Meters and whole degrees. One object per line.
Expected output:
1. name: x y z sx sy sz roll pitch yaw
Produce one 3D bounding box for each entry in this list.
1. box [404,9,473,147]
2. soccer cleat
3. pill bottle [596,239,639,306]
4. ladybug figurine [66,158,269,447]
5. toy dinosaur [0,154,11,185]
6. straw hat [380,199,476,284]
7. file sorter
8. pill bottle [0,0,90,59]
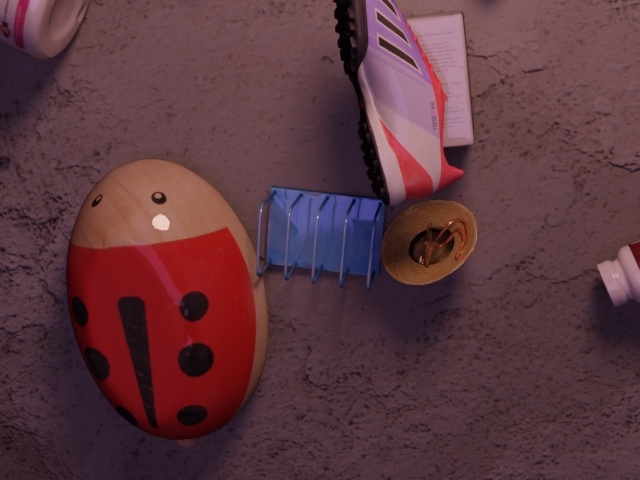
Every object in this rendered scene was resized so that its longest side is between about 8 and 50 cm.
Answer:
1. box: 0.134 -0.212 1.212 0.130 0.091 0.170 -4 106 12
2. soccer cleat: 0.095 -0.206 1.130 0.117 0.108 0.318 -15 104 -6
3. pill bottle: 0.462 0.035 1.234 0.152 0.086 0.086 -23 101 15
4. ladybug figurine: -0.235 0.110 1.327 0.305 0.162 0.449 -7 106 15
5. toy dinosaur: -0.513 -0.108 1.391 0.082 0.047 0.090 -29 67 25
6. straw hat: 0.164 0.014 1.288 0.144 0.144 0.061 -27 142 16
7. file sorter: 0.000 0.000 1.292 0.170 0.104 0.118 7 108 7
8. pill bottle: -0.469 -0.374 1.229 0.283 0.160 0.160 26 109 1
